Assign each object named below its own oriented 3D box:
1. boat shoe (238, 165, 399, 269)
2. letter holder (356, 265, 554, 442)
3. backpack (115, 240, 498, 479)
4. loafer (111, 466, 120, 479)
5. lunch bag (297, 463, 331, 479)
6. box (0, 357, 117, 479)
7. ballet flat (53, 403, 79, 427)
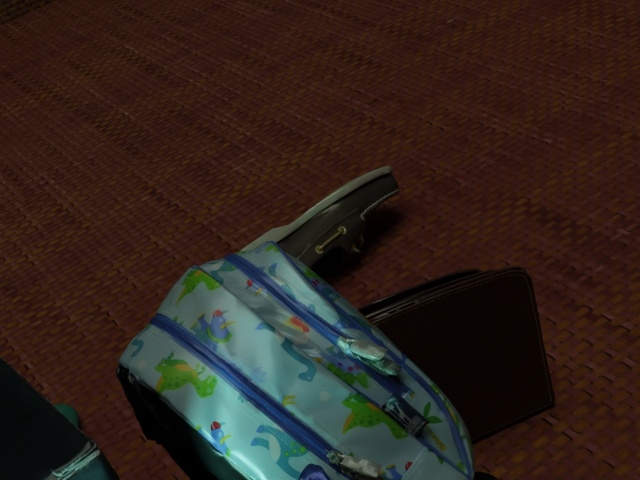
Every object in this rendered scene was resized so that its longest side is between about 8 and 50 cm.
[{"bbox_3d":[0.000,0.000,1.573,0.324,0.096,0.116,-34,-5,-30],"label":"boat shoe"},{"bbox_3d":[0.083,0.127,1.233,0.302,0.214,0.152,-23,33,-9],"label":"letter holder"},{"bbox_3d":[-0.012,0.171,0.984,0.355,0.290,0.273,25,79,6],"label":"backpack"},{"bbox_3d":[-0.324,0.340,1.249,0.220,0.080,0.078,-37,5,-26],"label":"loafer"},{"bbox_3d":[-0.072,0.388,0.779,0.239,0.385,0.328,40,59,20],"label":"lunch bag"},{"bbox_3d":[-0.280,0.347,0.904,0.293,0.395,0.212,-35,38,-25],"label":"box"},{"bbox_3d":[-0.369,0.268,1.349,0.083,0.087,0.247,-6,34,18],"label":"ballet flat"}]
